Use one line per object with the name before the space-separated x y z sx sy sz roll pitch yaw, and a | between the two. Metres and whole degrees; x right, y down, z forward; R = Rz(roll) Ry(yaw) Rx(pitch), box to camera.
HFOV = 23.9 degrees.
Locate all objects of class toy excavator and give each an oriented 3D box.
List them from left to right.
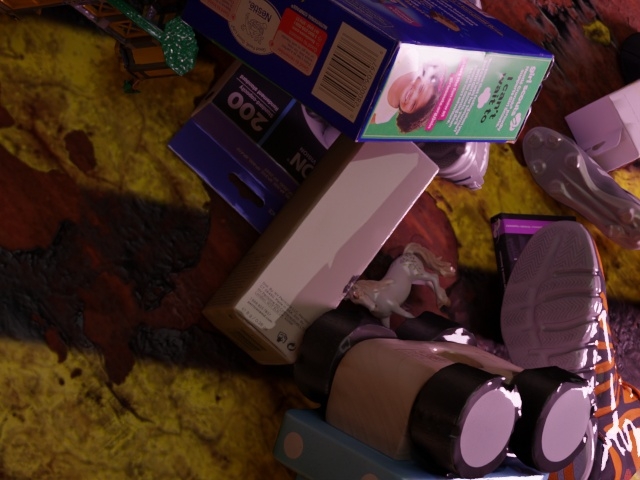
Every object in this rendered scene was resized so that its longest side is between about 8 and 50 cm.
toy excavator | 0.036 0.308 1.513 0.433 0.222 0.445 7 101 -48

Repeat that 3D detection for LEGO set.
LEGO set | -0.247 -0.327 1.600 0.255 0.192 0.331 20 71 -56

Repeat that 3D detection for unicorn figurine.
unicorn figurine | 0.086 0.063 1.719 0.111 0.060 0.162 45 42 -10

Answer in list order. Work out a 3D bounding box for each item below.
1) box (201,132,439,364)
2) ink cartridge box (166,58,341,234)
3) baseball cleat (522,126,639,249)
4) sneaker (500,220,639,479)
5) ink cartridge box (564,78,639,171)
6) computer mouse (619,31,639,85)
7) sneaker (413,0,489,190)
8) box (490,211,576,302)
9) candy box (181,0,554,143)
box | 0.000 0.000 1.616 0.094 0.113 0.275 43 73 -14
ink cartridge box | -0.037 -0.112 1.703 0.206 0.045 0.208 43 60 -13
baseball cleat | 0.338 -0.063 1.901 0.206 0.072 0.109 47 17 10
sneaker | 0.308 0.144 1.772 0.180 0.124 0.321 15 75 -49
ink cartridge box | 0.394 -0.150 1.937 0.143 0.092 0.090 -25 88 -34
computer mouse | 0.521 -0.181 2.041 0.184 0.060 0.262 -24 88 -33
sneaker | 0.157 -0.189 1.829 0.115 0.105 0.281 42 47 -53
box | 0.270 0.048 1.842 0.116 0.029 0.162 3 72 -29
candy box | 0.057 -0.218 1.616 0.268 0.122 0.317 38 26 29
